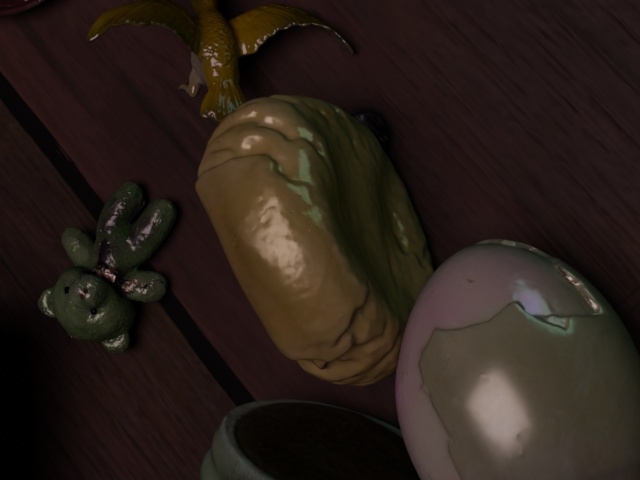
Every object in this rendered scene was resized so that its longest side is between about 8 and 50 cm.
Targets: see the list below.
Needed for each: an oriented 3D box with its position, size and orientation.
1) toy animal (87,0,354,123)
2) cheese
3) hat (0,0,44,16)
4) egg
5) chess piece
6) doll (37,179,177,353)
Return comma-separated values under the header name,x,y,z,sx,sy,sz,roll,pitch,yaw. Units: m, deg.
name,x,y,z,sx,sy,sz,roll,pitch,yaw
toy animal,-0.102,-0.164,1.213,0.155,0.219,0.095,-132,45,-57
cheese,0.000,0.000,1.092,0.117,0.214,0.226,-27,71,20
hat,-0.309,-0.304,1.315,0.205,0.089,0.206,0,90,26
egg,0.143,0.105,1.035,0.183,0.183,0.217,-25,69,25
chess piece,-0.025,0.295,1.129,0.194,0.194,0.299,24,110,25
doll,-0.189,0.020,1.268,0.115,0.077,0.150,27,91,14
